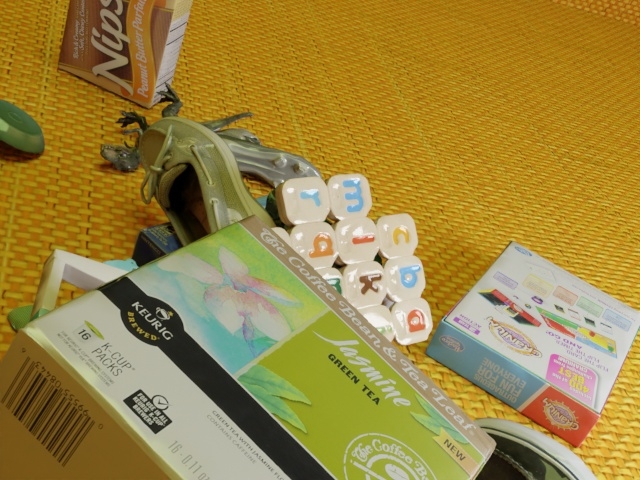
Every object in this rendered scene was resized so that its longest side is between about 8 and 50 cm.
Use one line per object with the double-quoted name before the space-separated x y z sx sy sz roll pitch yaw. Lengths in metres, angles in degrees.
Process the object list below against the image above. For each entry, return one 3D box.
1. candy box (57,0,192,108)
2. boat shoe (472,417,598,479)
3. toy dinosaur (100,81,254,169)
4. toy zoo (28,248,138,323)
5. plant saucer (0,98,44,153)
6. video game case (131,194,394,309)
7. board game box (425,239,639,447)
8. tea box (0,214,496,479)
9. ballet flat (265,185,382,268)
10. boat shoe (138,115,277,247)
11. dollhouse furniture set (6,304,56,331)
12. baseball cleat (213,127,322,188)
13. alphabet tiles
"candy box" -0.315 -0.402 1.578 0.183 0.316 0.087 25 33 6
"boat shoe" 0.257 0.321 0.997 0.335 0.121 0.119 42 33 27
"toy dinosaur" -0.248 -0.183 1.504 0.268 0.064 0.118 -27 60 -32
"toy zoo" -0.219 0.124 1.008 0.192 0.030 0.293 29 35 -25
"plant saucer" -0.451 -0.173 1.384 0.119 0.021 0.119 37 15 -12
"video game case" -0.073 0.052 1.273 0.269 0.061 0.244 39 34 27
"board game box" 0.322 0.135 1.380 0.242 0.064 0.316 31 33 16
"tea box" -0.077 0.194 0.828 0.329 0.220 0.323 43 31 10
"ballet flat" 0.000 0.000 1.279 0.188 0.070 0.070 38 35 18
"boat shoe" -0.160 -0.050 1.213 0.103 0.118 0.320 -3 46 -40
"dollhouse furniture set" -0.279 0.080 1.104 0.152 0.058 0.076 -7 41 -39
"baseball cleat" -0.093 -0.140 1.546 0.206 0.072 0.109 18 32 -7
"alphabet tiles" 0.024 0.060 1.173 0.278 0.284 0.021 -8 -3 -38
